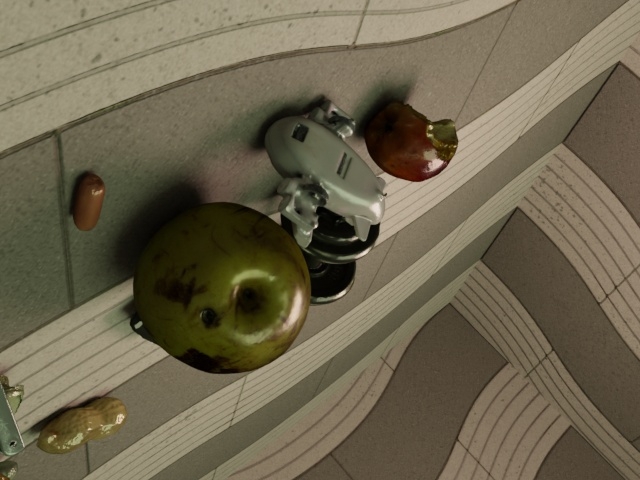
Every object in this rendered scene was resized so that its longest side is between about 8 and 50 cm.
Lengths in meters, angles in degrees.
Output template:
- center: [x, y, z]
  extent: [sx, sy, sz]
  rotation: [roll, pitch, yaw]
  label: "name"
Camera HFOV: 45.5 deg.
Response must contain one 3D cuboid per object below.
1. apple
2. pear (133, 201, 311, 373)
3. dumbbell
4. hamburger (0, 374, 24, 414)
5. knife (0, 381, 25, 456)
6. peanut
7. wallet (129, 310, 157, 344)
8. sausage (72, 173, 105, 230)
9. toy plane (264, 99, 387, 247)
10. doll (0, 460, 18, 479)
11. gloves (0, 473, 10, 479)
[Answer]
- center: [0.160, -0.184, 1.432]
  extent: [0.158, 0.156, 0.147]
  rotation: [11, 129, -34]
  label: "apple"
- center: [-0.141, 0.076, 1.153]
  extent: [0.283, 0.283, 0.283]
  rotation: [-39, 161, -16]
  label: "pear"
- center: [0.000, 0.000, 1.426]
  extent: [0.192, 0.192, 0.290]
  rotation: [-31, 158, -35]
  label: "dumbbell"
- center: [-0.508, 0.257, 1.127]
  extent: [0.140, 0.062, 0.133]
  rotation: [-54, 161, 22]
  label: "hamburger"
- center: [-0.460, 0.232, 1.069]
  extent: [0.044, 0.023, 0.162]
  rotation: [-32, 115, -46]
  label: "knife"
- center: [-0.448, 0.349, 1.439]
  extent: [0.082, 0.082, 0.187]
  rotation: [-53, 160, 26]
  label: "peanut"
- center: [-0.228, 0.082, 1.361]
  extent: [0.245, 0.052, 0.168]
  rotation: [-45, 163, -9]
  label: "wallet"
- center: [-0.290, -0.047, 0.956]
  extent: [0.034, 0.034, 0.083]
  rotation: [-27, 155, -42]
  label: "sausage"
- center: [0.011, -0.103, 1.215]
  extent: [0.252, 0.252, 0.118]
  rotation: [-27, -173, -42]
  label: "toy plane"
- center: [-0.614, 0.479, 1.377]
  extent: [0.214, 0.071, 0.103]
  rotation: [-51, 161, 22]
  label: "doll"
- center: [-0.545, 0.350, 1.019]
  extent: [0.356, 0.203, 0.155]
  rotation: [58, 46, -65]
  label: "gloves"
